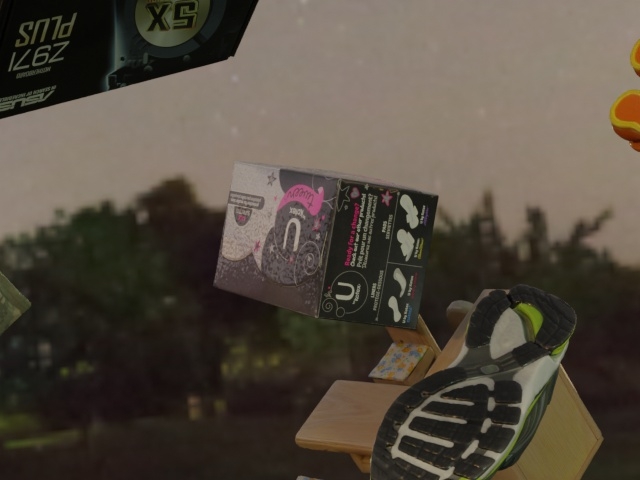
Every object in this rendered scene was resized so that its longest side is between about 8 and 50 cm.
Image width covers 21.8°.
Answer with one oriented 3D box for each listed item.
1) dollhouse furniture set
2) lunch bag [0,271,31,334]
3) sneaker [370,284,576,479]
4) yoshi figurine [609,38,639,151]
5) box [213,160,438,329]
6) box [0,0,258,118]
[{"bbox_3d":[0.121,0.212,2.142,0.394,0.256,0.362,0,42,45],"label":"dollhouse furniture set"},{"bbox_3d":[-0.469,0.047,1.643,0.287,0.235,0.169,33,-14,42],"label":"lunch bag"},{"bbox_3d":[0.139,0.165,1.444,0.111,0.121,0.300,19,39,26],"label":"sneaker"},{"bbox_3d":[0.507,-0.091,1.950,0.203,0.203,0.362,-37,-51,17],"label":"yoshi figurine"},{"bbox_3d":[0.000,0.000,1.912,0.142,0.163,0.247,7,3,-33],"label":"box"},{"bbox_3d":[-0.116,-0.155,0.899,0.180,0.077,0.147,-19,-27,-35],"label":"box"}]
